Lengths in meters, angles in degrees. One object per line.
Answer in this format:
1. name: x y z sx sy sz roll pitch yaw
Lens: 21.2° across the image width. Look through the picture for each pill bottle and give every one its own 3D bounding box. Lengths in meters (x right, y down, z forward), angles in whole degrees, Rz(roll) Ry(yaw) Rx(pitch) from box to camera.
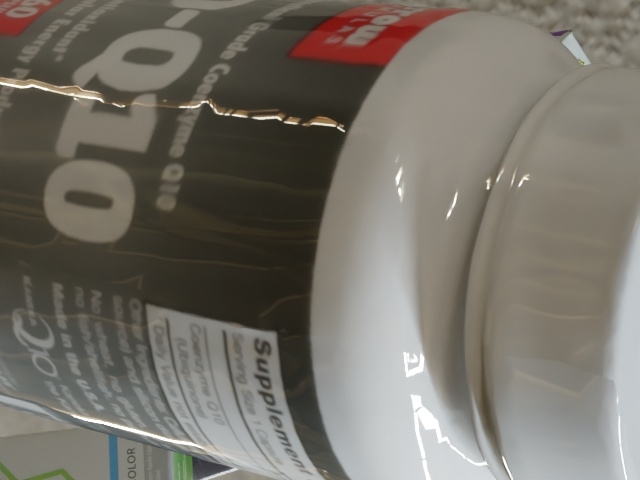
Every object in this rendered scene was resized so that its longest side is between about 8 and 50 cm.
1. pill bottle: 0.000 0.000 0.570 0.283 0.161 0.161 9 135 34

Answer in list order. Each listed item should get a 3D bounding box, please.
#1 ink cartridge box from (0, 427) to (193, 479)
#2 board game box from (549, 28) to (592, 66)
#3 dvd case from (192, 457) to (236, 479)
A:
1. ink cartridge box: -0.169 0.161 0.869 0.209 0.109 0.062 -7 156 4
2. board game box: 0.175 -0.004 1.306 0.275 0.144 0.142 54 155 -21
3. dvd case: -0.048 0.052 1.039 0.018 0.221 0.164 174 80 -71
